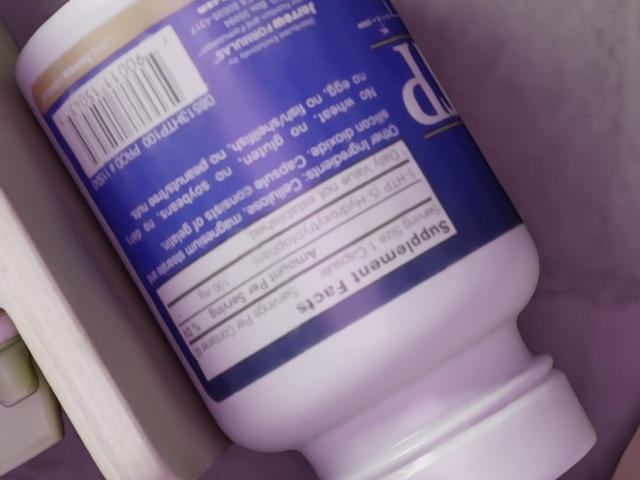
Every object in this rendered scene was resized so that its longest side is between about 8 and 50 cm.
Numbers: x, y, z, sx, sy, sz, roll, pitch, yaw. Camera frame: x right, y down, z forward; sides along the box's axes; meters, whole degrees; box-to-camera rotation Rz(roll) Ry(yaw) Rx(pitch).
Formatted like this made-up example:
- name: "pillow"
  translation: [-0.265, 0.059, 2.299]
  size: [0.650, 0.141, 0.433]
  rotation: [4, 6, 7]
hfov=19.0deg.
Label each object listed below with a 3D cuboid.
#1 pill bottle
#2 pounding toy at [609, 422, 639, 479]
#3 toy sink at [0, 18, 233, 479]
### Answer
- name: "pill bottle"
  translation: [0.000, 0.000, 0.577]
  size: [0.112, 0.112, 0.187]
  rotation: [-31, 88, 4]
- name: "pounding toy"
  translation: [0.182, 0.130, 0.558]
  size: [0.183, 0.110, 0.237]
  rotation: [-14, 50, 33]
- name: "toy sink"
  translation: [-0.144, -0.002, 0.570]
  size: [0.131, 0.153, 0.234]
  rotation: [-31, 89, 4]
